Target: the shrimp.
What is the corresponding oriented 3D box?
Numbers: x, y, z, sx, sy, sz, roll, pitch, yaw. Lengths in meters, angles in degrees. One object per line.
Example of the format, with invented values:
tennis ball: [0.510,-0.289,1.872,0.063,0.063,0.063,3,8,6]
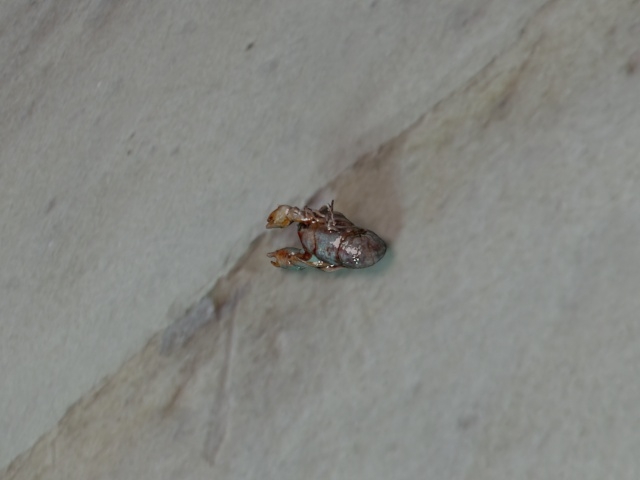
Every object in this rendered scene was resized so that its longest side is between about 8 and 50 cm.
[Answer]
shrimp: [-0.003,-0.003,0.910,0.029,0.038,0.092,-29,16,-39]
